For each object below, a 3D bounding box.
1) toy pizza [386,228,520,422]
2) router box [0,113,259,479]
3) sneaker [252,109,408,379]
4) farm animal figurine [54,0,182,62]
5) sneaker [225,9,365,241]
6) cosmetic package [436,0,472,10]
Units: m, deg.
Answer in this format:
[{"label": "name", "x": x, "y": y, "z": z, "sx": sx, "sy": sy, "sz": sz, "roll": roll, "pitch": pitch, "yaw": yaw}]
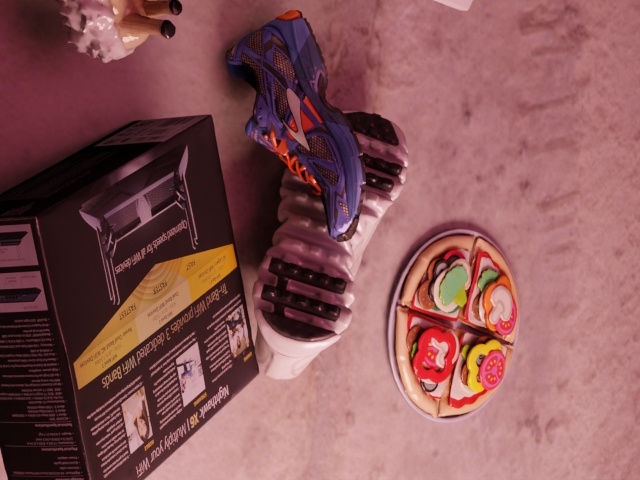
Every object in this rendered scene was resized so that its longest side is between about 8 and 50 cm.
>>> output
[{"label": "toy pizza", "x": 0.145, "y": 0.089, "z": 1.929, "sx": 0.201, "sy": 0.032, "sz": 0.201, "roll": -5, "pitch": 98, "yaw": -43}, {"label": "router box", "x": -0.163, "y": 0.052, "z": 1.521, "sx": 0.309, "sy": 0.081, "sz": 0.243, "roll": -38, "pitch": 122, "yaw": -62}, {"label": "sneaker", "x": 0.000, "y": 0.000, "z": 1.744, "sx": 0.118, "sy": 0.110, "sz": 0.292, "roll": 108, "pitch": 4, "yaw": -55}, {"label": "farm animal figurine", "x": -0.189, "y": -0.356, "z": 1.485, "sx": 0.327, "sy": 0.172, "sz": 0.330, "roll": 56, "pitch": 49, "yaw": -46}, {"label": "sneaker", "x": -0.021, "y": -0.095, "z": 1.683, "sx": 0.087, "sy": 0.083, "sz": 0.221, "roll": -19, "pitch": 71, "yaw": -8}, {"label": "cosmetic package", "x": 0.110, "y": -0.422, "z": 1.626, "sx": 0.156, "sy": 0.217, "sz": 0.385, "roll": 17, "pitch": 107, "yaw": -44}]
